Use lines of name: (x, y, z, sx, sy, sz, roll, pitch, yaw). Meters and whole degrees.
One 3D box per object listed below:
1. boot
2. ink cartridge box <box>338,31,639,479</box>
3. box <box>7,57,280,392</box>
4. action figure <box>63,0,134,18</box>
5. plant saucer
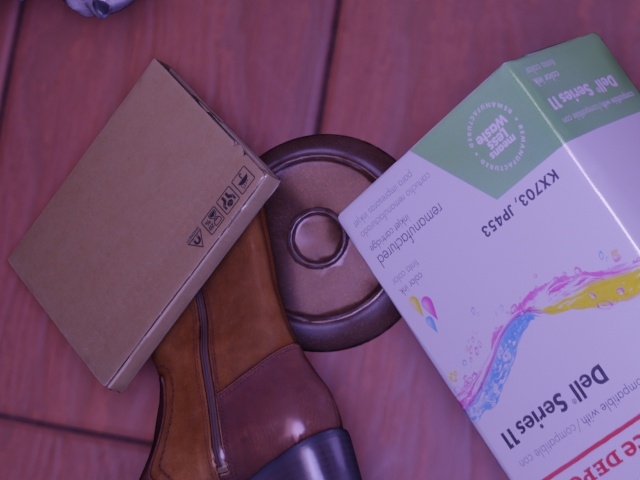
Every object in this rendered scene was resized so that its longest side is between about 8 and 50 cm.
boot: (-0.122, 0.106, 1.397, 0.264, 0.096, 0.280, -31, 70, 28)
ink cartridge box: (0.195, 0.063, 1.298, 0.207, 0.119, 0.353, -43, 76, 40)
box: (-0.136, -0.014, 1.402, 0.201, 0.021, 0.164, -53, 51, 12)
action figure: (-0.207, -0.325, 1.430, 0.341, 0.178, 0.330, -30, 84, 29)
plant saucer: (0.000, 0.000, 1.428, 0.168, 0.029, 0.168, -1, 83, 8)
